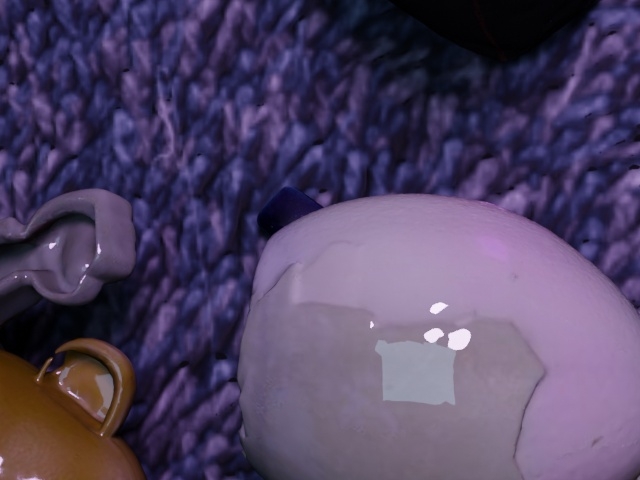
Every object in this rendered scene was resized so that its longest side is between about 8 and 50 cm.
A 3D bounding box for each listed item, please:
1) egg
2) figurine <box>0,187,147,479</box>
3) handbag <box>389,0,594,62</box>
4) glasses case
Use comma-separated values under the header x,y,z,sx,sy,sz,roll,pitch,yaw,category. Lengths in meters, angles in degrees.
x,y,z,sx,sy,sz,roll,pitch,yaw,category
0.069,0.068,0.636,0.217,0.183,0.183,6,91,8,egg
-0.224,0.122,0.736,0.285,0.167,0.342,26,117,25,figurine
0.057,-0.210,0.651,0.155,0.169,0.215,-42,76,12,handbag
0.000,0.000,0.740,0.083,0.023,0.033,37,101,15,glasses case
